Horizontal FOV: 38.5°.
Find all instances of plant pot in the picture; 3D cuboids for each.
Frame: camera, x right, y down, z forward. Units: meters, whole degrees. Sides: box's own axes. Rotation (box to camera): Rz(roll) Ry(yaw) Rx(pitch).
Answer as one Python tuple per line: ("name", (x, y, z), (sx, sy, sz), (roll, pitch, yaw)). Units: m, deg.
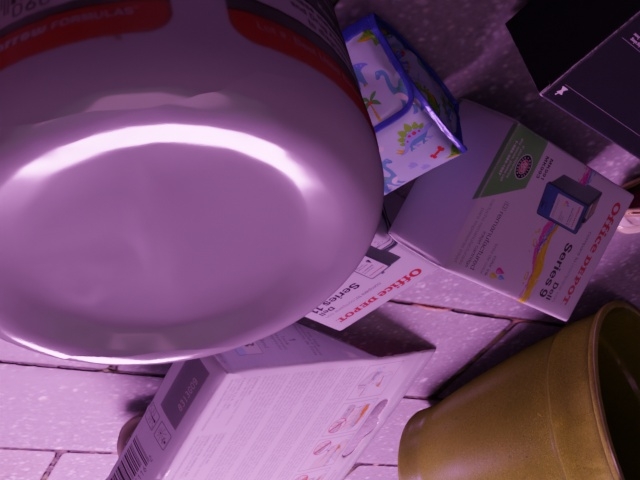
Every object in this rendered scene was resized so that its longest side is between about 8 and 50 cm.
("plant pot", (0.310, 0.310, 1.277), (0.353, 0.366, 0.366), (-24, 144, 34))

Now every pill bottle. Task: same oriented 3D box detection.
("pill bottle", (-0.103, -0.133, 0.506), (0.210, 0.363, 0.210), (-9, 143, -7))

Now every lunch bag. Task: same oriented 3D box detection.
("lunch bag", (0.037, -0.115, 0.811), (0.129, 0.096, 0.151), (-29, 127, 24))

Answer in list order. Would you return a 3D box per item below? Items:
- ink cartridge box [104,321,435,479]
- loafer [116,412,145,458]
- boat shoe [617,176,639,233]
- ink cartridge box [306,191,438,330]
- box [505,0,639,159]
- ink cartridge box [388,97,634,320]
("ink cartridge box", (-0.061, 0.237, 1.215), (0.385, 0.091, 0.308), (1, 128, -46))
("loafer", (-0.208, 0.331, 1.314), (0.102, 0.092, 0.268), (-45, 128, -13))
("boat shoe", (0.403, -0.057, 1.019), (0.170, 0.063, 0.059), (-23, 148, 13))
("ink cartridge box", (0.000, 0.000, 0.948), (0.153, 0.087, 0.208), (-36, 139, 28))
("box", (0.323, -0.169, 0.814), (0.261, 0.103, 0.184), (21, 128, -38))
("ink cartridge box", (0.197, -0.025, 0.923), (0.212, 0.093, 0.154), (23, 97, -41))
